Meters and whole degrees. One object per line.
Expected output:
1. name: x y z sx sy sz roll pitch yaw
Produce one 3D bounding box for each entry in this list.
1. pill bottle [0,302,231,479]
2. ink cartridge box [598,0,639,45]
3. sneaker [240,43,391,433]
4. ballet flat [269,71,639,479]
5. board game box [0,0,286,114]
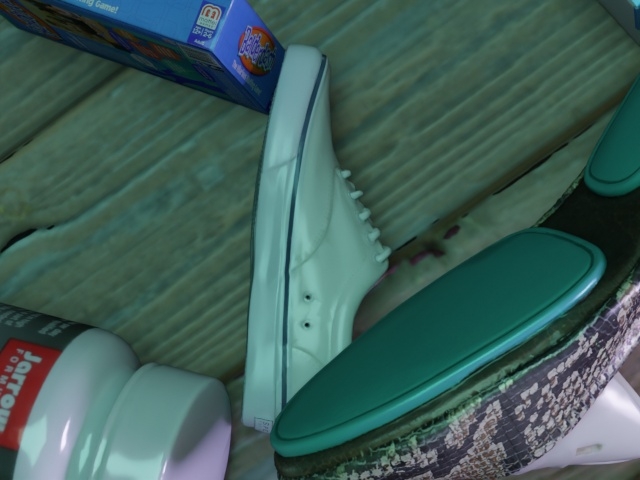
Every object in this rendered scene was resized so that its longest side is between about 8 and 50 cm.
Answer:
1. pill bottle: -0.213 0.121 1.077 0.283 0.161 0.161 13 83 14
2. ink cartridge box: 0.233 -0.214 1.076 0.143 0.092 0.090 -40 75 4
3. sneaker: 0.000 0.000 1.100 0.091 0.094 0.258 4 86 -4
4. ballet flat: 0.192 0.020 1.010 0.483 0.164 0.182 -46 109 -5
5. board game box: -0.136 -0.155 1.110 0.210 0.160 0.047 20 84 14
